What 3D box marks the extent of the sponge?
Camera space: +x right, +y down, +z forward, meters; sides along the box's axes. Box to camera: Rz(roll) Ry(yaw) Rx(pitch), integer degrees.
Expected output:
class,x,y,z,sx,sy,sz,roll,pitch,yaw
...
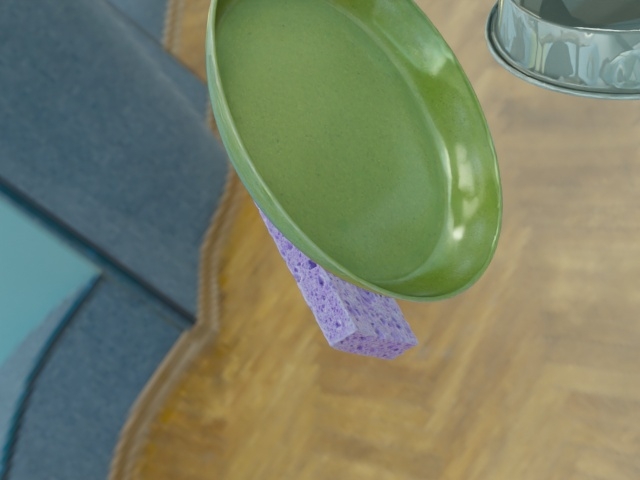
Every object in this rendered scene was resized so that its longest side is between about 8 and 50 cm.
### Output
class,x,y,z,sx,sy,sz,roll,pitch,yaw
sponge,0.000,0.000,1.238,0.031,0.117,0.210,-36,65,20

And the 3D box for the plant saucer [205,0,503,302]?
class,x,y,z,sx,sy,sz,roll,pitch,yaw
plant saucer,0.016,-0.069,0.892,0.037,0.241,0.241,-30,33,37

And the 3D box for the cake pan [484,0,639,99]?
class,x,y,z,sx,sy,sz,roll,pitch,yaw
cake pan,0.285,-0.219,1.304,0.293,0.054,0.293,-9,35,6
